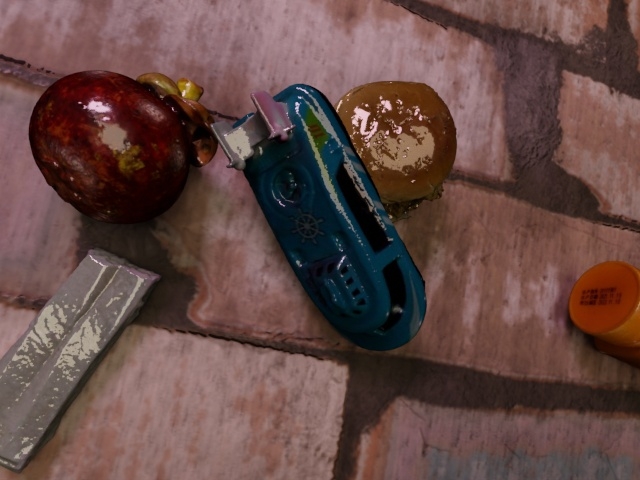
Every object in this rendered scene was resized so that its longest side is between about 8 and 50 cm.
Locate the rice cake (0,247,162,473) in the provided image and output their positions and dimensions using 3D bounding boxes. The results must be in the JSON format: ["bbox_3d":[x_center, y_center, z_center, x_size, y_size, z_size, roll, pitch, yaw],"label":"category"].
[{"bbox_3d":[-0.262,0.111,0.417,0.085,0.040,0.226,35,77,-7],"label":"rice cake"}]

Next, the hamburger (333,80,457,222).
[{"bbox_3d":[0.068,-0.094,0.476,0.159,0.131,0.184,31,81,-5],"label":"hamburger"}]

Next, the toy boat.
[{"bbox_3d":[0.000,0.000,0.423,0.298,0.134,0.092,61,34,-9],"label":"toy boat"}]

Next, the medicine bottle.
[{"bbox_3d":[0.454,0.115,0.536,0.222,0.149,0.111,24,78,-10],"label":"medicine bottle"}]

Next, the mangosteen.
[{"bbox_3d":[-0.188,-0.096,0.424,0.156,0.181,0.145,29,120,7],"label":"mangosteen"}]
